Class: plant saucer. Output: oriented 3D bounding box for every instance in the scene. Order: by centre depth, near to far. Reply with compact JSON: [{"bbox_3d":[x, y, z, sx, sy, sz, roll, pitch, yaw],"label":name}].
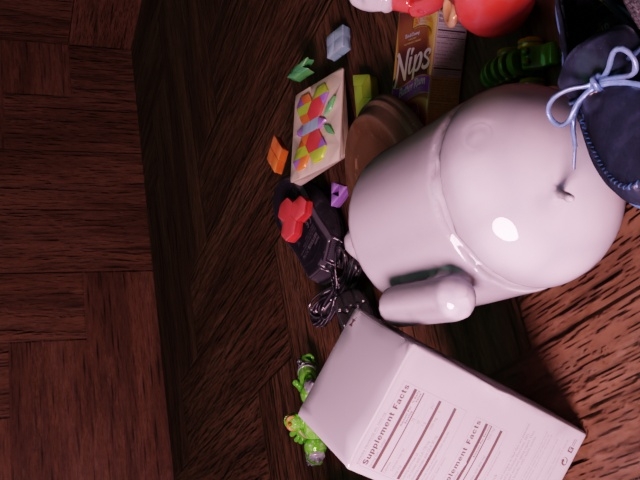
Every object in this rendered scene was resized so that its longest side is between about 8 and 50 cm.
[{"bbox_3d":[0.098,-0.064,1.148,0.278,0.041,0.277,165,90,-72],"label":"plant saucer"}]

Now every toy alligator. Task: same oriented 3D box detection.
[{"bbox_3d":[0.226,-0.195,0.904,0.190,0.051,0.056,170,98,-67],"label":"toy alligator"}]

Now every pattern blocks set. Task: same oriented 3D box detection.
[{"bbox_3d":[-0.005,-0.188,1.385,0.285,0.026,0.324,-38,49,40],"label":"pattern blocks set"}]

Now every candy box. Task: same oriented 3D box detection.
[{"bbox_3d":[0.141,-0.212,1.111,0.109,0.053,0.186,-149,63,-65],"label":"candy box"}]

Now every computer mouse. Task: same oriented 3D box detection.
[{"bbox_3d":[0.000,0.000,1.446,0.272,0.072,0.188,63,142,28],"label":"computer mouse"}]

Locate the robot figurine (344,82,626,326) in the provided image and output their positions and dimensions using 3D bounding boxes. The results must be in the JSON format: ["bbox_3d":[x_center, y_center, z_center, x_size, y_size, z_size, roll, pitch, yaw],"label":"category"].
[{"bbox_3d":[0.164,-0.036,0.850,0.300,0.200,0.353,-60,16,-25],"label":"robot figurine"}]

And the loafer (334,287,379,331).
[{"bbox_3d":[0.078,0.181,1.263,0.078,0.076,0.223,45,-152,-69],"label":"loafer"}]

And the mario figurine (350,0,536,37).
[{"bbox_3d":[0.141,-0.351,0.961,0.320,0.170,0.198,-127,44,-58],"label":"mario figurine"}]

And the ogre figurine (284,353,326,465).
[{"bbox_3d":[-0.014,0.307,1.455,0.118,0.097,0.197,170,115,-85],"label":"ogre figurine"}]

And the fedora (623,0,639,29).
[{"bbox_3d":[0.279,-0.299,0.574,0.152,0.334,0.334,-15,75,36],"label":"fedora"}]

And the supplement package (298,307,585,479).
[{"bbox_3d":[0.125,0.192,0.865,0.134,0.244,0.139,-62,24,-1],"label":"supplement package"}]

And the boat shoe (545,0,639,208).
[{"bbox_3d":[0.226,-0.126,0.666,0.109,0.089,0.258,-41,30,28],"label":"boat shoe"}]
